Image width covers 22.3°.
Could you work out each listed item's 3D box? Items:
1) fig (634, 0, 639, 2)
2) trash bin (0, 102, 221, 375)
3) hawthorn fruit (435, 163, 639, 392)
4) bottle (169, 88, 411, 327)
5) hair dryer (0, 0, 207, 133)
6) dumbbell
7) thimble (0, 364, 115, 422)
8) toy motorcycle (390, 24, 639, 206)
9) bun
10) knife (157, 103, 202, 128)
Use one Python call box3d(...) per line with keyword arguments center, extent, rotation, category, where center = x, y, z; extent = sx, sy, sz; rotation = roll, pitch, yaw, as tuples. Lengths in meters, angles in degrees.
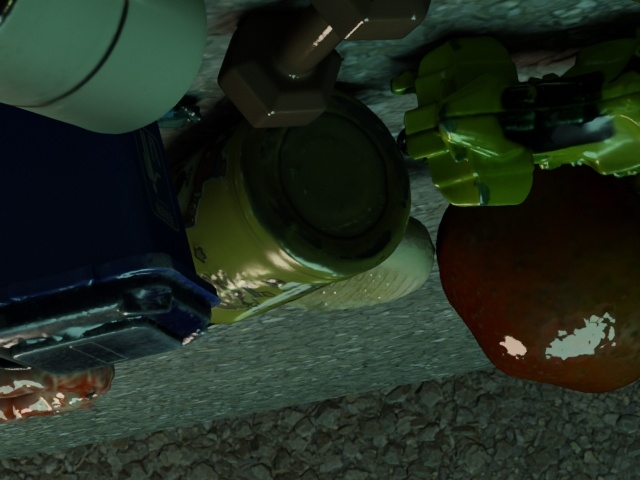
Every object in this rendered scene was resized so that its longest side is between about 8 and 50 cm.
box3d(center=(0.203, -0.205, 1.066), extent=(0.093, 0.093, 0.166), rotation=(-22, 162, 39), category="fig")
box3d(center=(-0.187, -0.029, 1.171), extent=(0.184, 0.234, 0.162), rotation=(-13, 166, 9), category="trash bin")
box3d(center=(0.278, 0.005, 1.678), extent=(0.277, 0.277, 0.298), rotation=(-2, 142, -35), category="hawthorn fruit")
box3d(center=(-0.084, -0.005, 1.500), extent=(0.171, 0.171, 0.351), rotation=(-1, 164, -36), category="bottle")
box3d(center=(-0.273, -0.125, 0.994), extent=(0.362, 0.128, 0.203), rotation=(-8, 170, 24), category="hair dryer")
box3d(center=(0.002, -0.152, 1.141), extent=(0.082, 0.092, 0.231), rotation=(23, 157, -16), category="dumbbell")
box3d(center=(-0.351, 0.117, 1.819), extent=(0.239, 0.162, 0.239), rotation=(-10, 166, -2), category="thimble")
box3d(center=(0.237, -0.111, 1.384), extent=(0.342, 0.142, 0.206), rotation=(-8, 165, -21), category="toy motorcycle")
box3d(center=(0.000, 0.000, 1.711), extent=(0.237, 0.116, 0.210), rotation=(7, 161, -4), category="bun")
box3d(center=(-0.217, -0.102, 1.299), extent=(0.296, 0.026, 0.044), rotation=(-2, 176, -36), category="knife")
